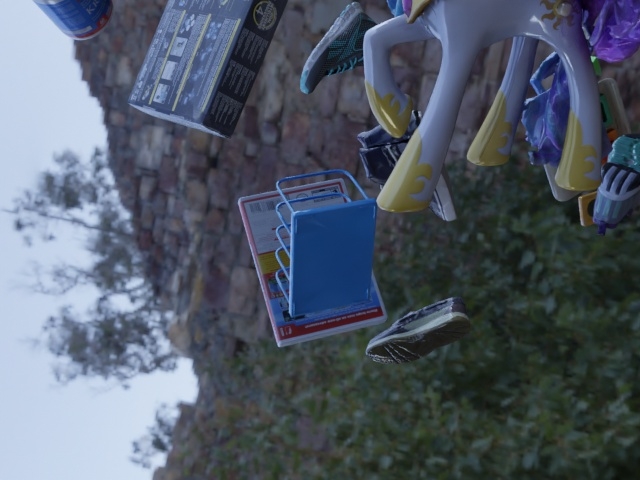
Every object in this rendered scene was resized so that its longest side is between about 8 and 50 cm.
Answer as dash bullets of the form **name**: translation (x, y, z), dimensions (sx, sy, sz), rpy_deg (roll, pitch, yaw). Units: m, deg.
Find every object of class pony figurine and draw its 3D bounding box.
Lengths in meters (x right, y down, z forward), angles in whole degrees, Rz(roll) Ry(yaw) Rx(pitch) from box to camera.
- **pony figurine**: translation (0.195, -0.224, 0.856), dimensions (0.303, 0.351, 0.363), rpy_deg (-116, 22, -59)

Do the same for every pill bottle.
- **pill bottle**: translation (-0.493, -0.486, 1.799), dimensions (0.221, 0.124, 0.124), rpy_deg (53, -132, -70)

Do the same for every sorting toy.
- **sorting toy**: translation (0.517, -0.190, 1.814), dimensions (0.347, 0.196, 0.047), rpy_deg (66, 165, -21)

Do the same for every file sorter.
- **file sorter**: translation (0.000, 0.000, 1.316), dimensions (0.104, 0.118, 0.170), rpy_deg (-122, 28, -48)

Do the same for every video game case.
- **video game case**: translation (-0.016, 0.035, 1.706), dimensions (0.025, 0.204, 0.285), rpy_deg (114, 142, -65)

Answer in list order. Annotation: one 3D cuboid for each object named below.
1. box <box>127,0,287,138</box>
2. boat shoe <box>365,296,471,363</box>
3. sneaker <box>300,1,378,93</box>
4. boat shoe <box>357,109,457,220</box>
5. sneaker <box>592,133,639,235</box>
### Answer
- **box**: translation (-0.241, -0.441, 2.054), dimensions (0.097, 0.318, 0.395), rpy_deg (23, -92, -42)
- **boat shoe**: translation (0.183, 0.167, 1.762), dimensions (0.080, 0.223, 0.073), rpy_deg (38, -138, -32)
- **sneaker**: translation (0.034, -0.279, 1.417), dimensions (0.166, 0.076, 0.065), rpy_deg (-54, 0, -14)
- **boat shoe**: translation (0.198, -0.150, 2.145), dimensions (0.340, 0.158, 0.127), rpy_deg (59, -159, -45)
- **sneaker**: translation (0.460, -0.089, 1.429), dimensions (0.224, 0.083, 0.098), rpy_deg (-33, -39, -46)
